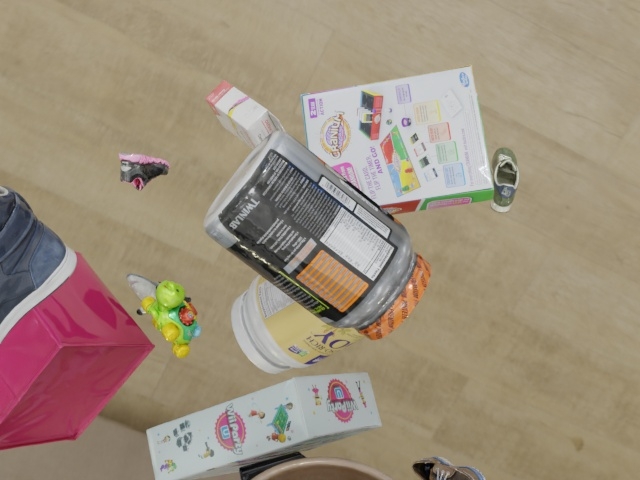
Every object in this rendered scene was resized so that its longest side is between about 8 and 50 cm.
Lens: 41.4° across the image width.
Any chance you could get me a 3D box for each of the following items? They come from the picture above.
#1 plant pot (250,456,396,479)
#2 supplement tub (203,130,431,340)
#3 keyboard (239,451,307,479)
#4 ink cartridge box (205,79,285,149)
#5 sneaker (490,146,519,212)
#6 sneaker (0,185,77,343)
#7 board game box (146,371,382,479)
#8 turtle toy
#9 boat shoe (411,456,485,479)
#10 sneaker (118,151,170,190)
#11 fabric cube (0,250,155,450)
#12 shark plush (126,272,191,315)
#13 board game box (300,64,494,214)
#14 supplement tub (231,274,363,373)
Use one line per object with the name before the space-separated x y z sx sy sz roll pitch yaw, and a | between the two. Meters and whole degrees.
plant pot | 0.004 0.439 1.041 0.263 0.263 0.229 0 125 -1
supplement tub | 0.000 0.000 1.268 0.316 0.193 0.193 38 105 -13
keyboard | -0.086 0.517 1.358 0.201 0.033 0.317 -10 88 -24
ink cartridge box | -0.158 -0.262 1.892 0.067 0.198 0.115 -46 146 -9
sneaker | 0.423 -0.158 1.913 0.064 0.192 0.086 10 142 4
sneaker | -0.370 0.043 0.850 0.226 0.086 0.163 -52 145 -23
board game box | -0.089 0.302 1.357 0.303 0.224 0.098 -23 72 28
turtle toy | -0.227 0.114 1.305 0.066 0.095 0.130 -34 142 -15
boat shoe | 0.228 0.435 1.525 0.066 0.183 0.066 8 84 -24
sneaker | -0.281 -0.107 1.341 0.047 0.119 0.057 4 90 23
fabric cube | -0.506 0.183 1.480 0.259 0.254 0.258 -48 68 11
shark plush | -0.304 0.097 1.652 0.161 0.067 0.073 4 126 -50
board game box | 0.134 -0.170 1.520 0.316 0.064 0.242 -8 74 7
supplement tub | -0.012 0.140 1.892 0.331 0.241 0.241 -32 108 26
